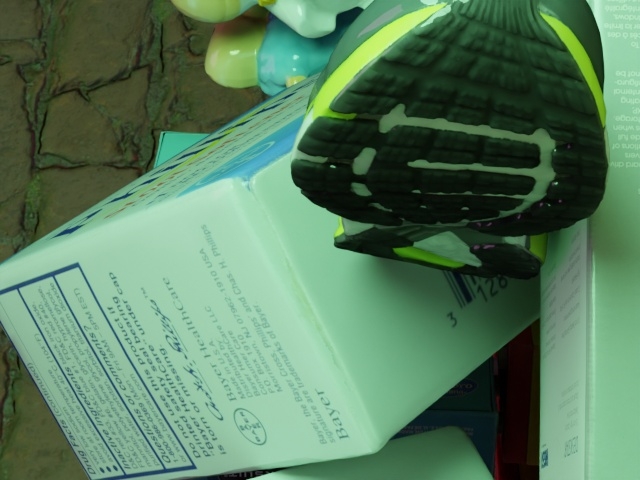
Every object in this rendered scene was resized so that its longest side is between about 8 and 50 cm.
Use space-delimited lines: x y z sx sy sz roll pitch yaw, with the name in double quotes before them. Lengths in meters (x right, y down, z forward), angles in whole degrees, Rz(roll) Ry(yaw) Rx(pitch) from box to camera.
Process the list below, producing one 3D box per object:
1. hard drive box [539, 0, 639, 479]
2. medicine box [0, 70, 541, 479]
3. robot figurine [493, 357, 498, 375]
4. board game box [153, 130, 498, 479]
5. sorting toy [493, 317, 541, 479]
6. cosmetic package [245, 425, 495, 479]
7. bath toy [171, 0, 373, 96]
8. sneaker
"hard drive box" 0.144 -0.002 0.723 0.181 0.089 0.232 80 -168 -80
"medicine box" 0.000 0.000 0.956 0.289 0.263 0.149 -16 105 53
"robot figurine" 0.098 -0.006 1.468 0.200 0.300 0.353 -9 -98 -53
"board game box" -0.007 0.042 1.214 0.336 0.254 0.079 -84 -6 -56
"sorting toy" 0.162 0.124 1.222 0.257 0.089 0.255 -84 -5 -65
"cosmetic package" -0.021 0.372 0.856 0.329 0.327 0.393 -119 21 -47
"bath toy" -0.031 -0.237 1.045 0.348 0.151 0.129 89 160 -54
"sneaker" 0.049 -0.063 0.656 0.300 0.111 0.121 97 179 -82
